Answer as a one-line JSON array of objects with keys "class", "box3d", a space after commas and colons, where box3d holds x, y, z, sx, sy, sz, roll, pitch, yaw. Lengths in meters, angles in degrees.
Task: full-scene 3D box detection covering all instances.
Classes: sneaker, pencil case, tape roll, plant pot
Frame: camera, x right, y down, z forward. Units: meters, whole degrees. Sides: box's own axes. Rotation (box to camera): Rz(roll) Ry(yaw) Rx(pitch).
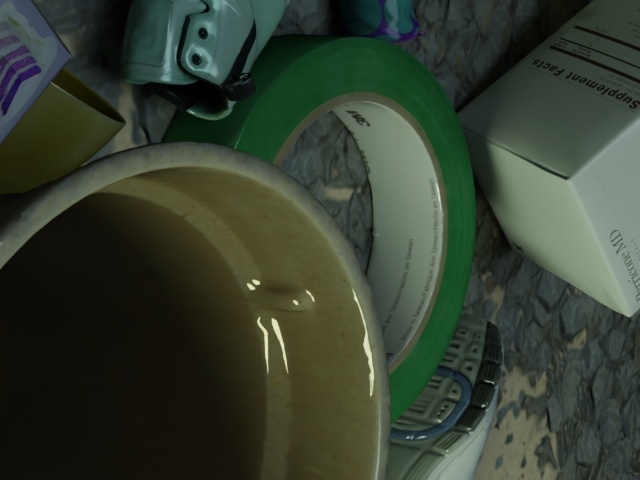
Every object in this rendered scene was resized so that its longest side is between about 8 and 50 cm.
[{"class": "sneaker", "box3d": [-0.106, -0.189, 1.014, 0.256, 0.094, 0.151, 50, 49, -44]}, {"class": "sneaker", "box3d": [0.084, 0.204, 1.333, 0.297, 0.111, 0.129, -65, 153, -13]}, {"class": "pencil case", "box3d": [0.045, -0.234, 1.220, 0.070, 0.064, 0.151, -13, 107, -33]}, {"class": "tape roll", "box3d": [0.000, 0.000, 1.199, 0.321, 0.077, 0.321, -10, 104, -48]}, {"class": "plant pot", "box3d": [-0.200, -0.073, 0.928, 0.095, 0.134, 0.134, -53, 138, 5]}, {"class": "plant pot", "box3d": [-0.182, 0.103, 0.826, 0.334, 0.305, 0.333, -11, 105, -48]}]

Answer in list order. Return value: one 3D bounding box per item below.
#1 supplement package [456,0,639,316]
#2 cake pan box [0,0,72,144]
[{"class": "supplement package", "box3d": [0.300, -0.109, 1.387, 0.293, 0.175, 0.177, -40, 127, -12]}, {"class": "cake pan box", "box3d": [-0.277, -0.033, 0.722, 0.245, 0.267, 0.070, -56, 136, -24]}]
